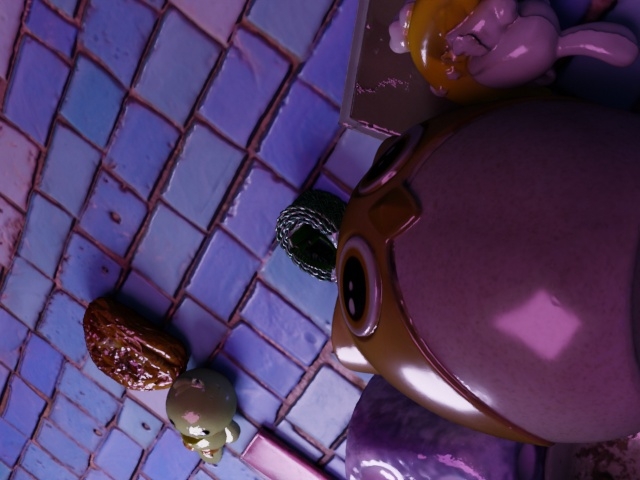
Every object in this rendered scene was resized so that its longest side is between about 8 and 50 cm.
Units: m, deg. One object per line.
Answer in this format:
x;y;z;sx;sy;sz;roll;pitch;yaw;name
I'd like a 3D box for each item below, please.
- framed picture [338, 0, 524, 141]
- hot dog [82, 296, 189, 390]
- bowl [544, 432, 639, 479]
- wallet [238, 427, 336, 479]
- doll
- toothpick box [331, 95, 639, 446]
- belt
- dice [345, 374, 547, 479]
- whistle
0.147;-0.243;1.324;0.231;0.018;0.293;22;130;15;framed picture
-0.360;0.196;1.879;0.226;0.099;0.161;31;131;12;hot dog
0.477;0.342;1.417;0.289;0.146;0.289;-7;73;25;bowl
-0.043;0.459;1.920;0.232;0.025;0.119;35;132;4;wallet
0.215;-0.241;1.198;0.237;0.111;0.252;36;143;-21;doll
0.227;0.030;1.190;0.425;0.409;0.409;5;124;42;toothpick box
0.000;0.000;1.538;0.151;0.079;0.121;42;132;-2;belt
0.214;0.328;1.510;0.270;0.270;0.271;1;121;31;dice
-0.225;0.356;1.883;0.141;0.141;0.294;18;130;19;whistle
